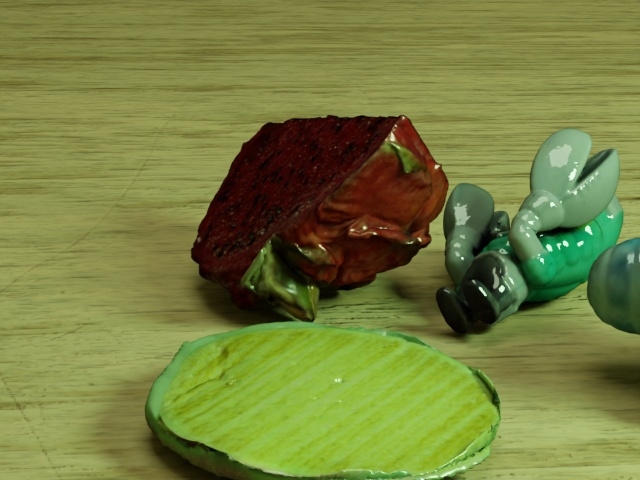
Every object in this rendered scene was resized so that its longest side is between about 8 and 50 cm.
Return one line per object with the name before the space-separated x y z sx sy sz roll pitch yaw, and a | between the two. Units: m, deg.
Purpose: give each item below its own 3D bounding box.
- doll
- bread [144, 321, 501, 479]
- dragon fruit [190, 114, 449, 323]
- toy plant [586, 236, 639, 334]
doll | 0.207 -0.013 1.925 0.195 0.153 0.258 -22 9 15
bread | 0.007 0.137 1.636 0.301 0.045 0.301 2 21 -1
dragon fruit | 0.000 0.000 1.919 0.205 0.152 0.317 -50 22 -14
toy plant | 0.392 0.048 1.713 0.332 0.247 0.247 3 18 24
